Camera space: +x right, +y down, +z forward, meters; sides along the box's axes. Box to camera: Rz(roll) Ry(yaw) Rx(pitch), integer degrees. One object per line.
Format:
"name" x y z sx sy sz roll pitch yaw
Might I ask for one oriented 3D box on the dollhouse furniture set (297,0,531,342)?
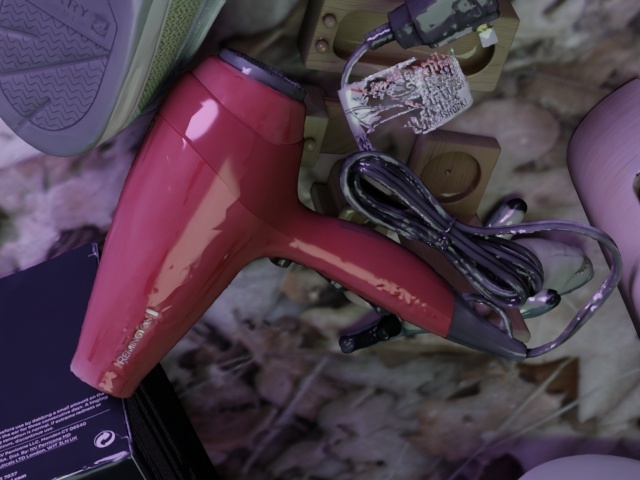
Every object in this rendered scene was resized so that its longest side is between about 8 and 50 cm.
"dollhouse furniture set" 0.057 -0.045 1.036 0.144 0.123 0.151 6 126 -18

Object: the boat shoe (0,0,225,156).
"boat shoe" -0.069 -0.186 0.916 0.118 0.103 0.320 34 120 17

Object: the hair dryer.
"hair dryer" 0.000 0.000 0.979 0.294 0.080 0.223 -23 99 0

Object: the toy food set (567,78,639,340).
"toy food set" 0.252 0.076 1.118 0.092 0.219 0.306 -25 129 6

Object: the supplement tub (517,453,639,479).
"supplement tub" 0.170 0.332 1.289 0.235 0.235 0.324 5 126 -17

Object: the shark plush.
"shark plush" 0.092 0.044 1.164 0.161 0.073 0.067 -33 158 7

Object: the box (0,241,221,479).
"box" -0.120 0.162 1.117 0.103 0.184 0.261 -19 129 4
